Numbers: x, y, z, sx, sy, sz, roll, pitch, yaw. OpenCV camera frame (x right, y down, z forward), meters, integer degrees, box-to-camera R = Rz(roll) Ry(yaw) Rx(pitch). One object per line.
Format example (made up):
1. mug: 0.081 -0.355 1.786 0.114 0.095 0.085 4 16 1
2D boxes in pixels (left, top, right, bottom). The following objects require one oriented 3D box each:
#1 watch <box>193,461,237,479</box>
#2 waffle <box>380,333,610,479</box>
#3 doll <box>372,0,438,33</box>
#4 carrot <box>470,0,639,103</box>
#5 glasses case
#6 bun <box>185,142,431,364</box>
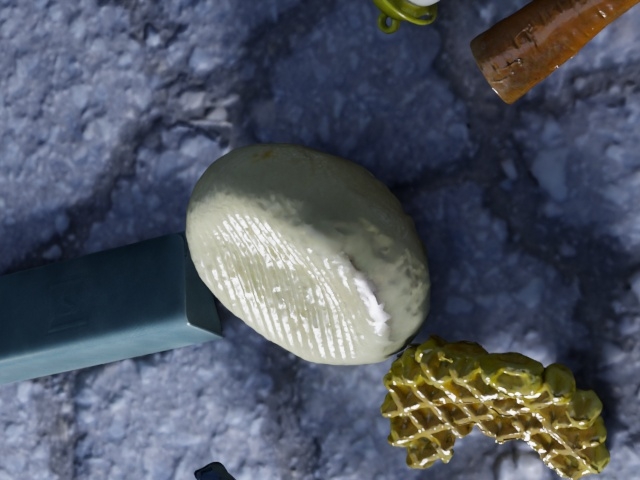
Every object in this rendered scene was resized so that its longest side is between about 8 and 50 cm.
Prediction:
1. watch: -0.008 0.361 1.613 0.274 0.068 0.276 22 116 35
2. waffle: 0.142 0.141 1.514 0.194 0.051 0.149 9 138 19
3. doll: 0.097 -0.252 1.462 0.129 0.081 0.207 41 117 23
4. carrot: 0.215 -0.185 1.432 0.210 0.061 0.061 -33 84 23
5. glasses case: -0.224 0.069 1.702 0.266 0.056 0.105 -14 94 28
6. bun: 0.000 0.000 1.539 0.222 0.127 0.222 22 144 17
